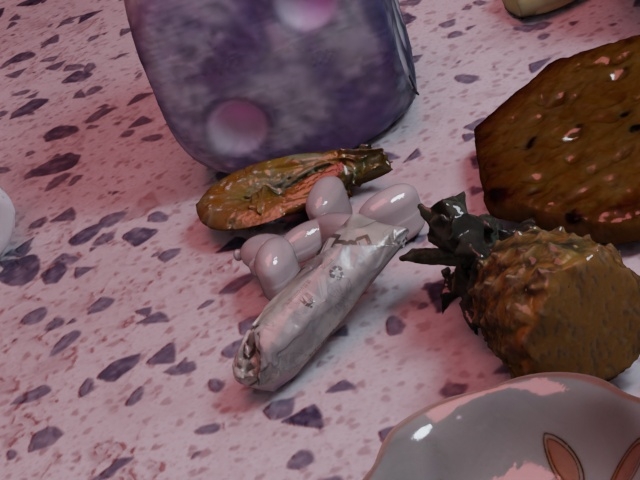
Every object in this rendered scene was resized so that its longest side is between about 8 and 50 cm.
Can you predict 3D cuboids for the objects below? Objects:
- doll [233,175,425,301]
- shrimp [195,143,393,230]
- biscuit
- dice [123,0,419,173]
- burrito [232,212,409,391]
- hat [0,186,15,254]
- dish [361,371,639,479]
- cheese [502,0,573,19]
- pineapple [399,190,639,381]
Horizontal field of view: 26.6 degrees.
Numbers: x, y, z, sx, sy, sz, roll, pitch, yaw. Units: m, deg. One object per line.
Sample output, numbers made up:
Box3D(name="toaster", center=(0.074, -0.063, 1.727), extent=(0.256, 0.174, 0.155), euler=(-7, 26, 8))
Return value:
Box3D(name="doll", center=(0.000, 0.000, 1.285), extent=(0.161, 0.059, 0.160), euler=(8, 39, 40))
Box3D(name="shrimp", center=(-0.027, -0.051, 1.398), extent=(0.217, 0.051, 0.115), euler=(-12, 37, 14))
Box3D(name="biscuit", center=(0.311, -0.106, 1.272), extent=(0.359, 0.046, 0.359), euler=(-15, 30, 9))
Box3D(name="dice", center=(-0.052, -0.252, 1.518), extent=(0.271, 0.270, 0.270), euler=(-16, 31, 10))
Box3D(name="burrito", center=(-0.002, 0.050, 1.173), extent=(0.203, 0.064, 0.064), euler=(-48, 37, -19))
Box3D(name="hat", center=(-0.424, -0.035, 1.527), extent=(0.203, 0.203, 0.126), euler=(-36, 48, -24))
Box3D(name="dish", center=(0.134, 0.182, 0.880), extent=(0.229, 0.081, 0.229), euler=(-14, 27, 8))
Box3D(name="cheese", center=(0.334, -0.347, 1.656), extent=(0.255, 0.050, 0.127), euler=(-24, 28, -8))
Box3D(name="pineapple", center=(0.155, 0.032, 1.084), extent=(0.128, 0.128, 0.248), euler=(-28, 24, -12))
